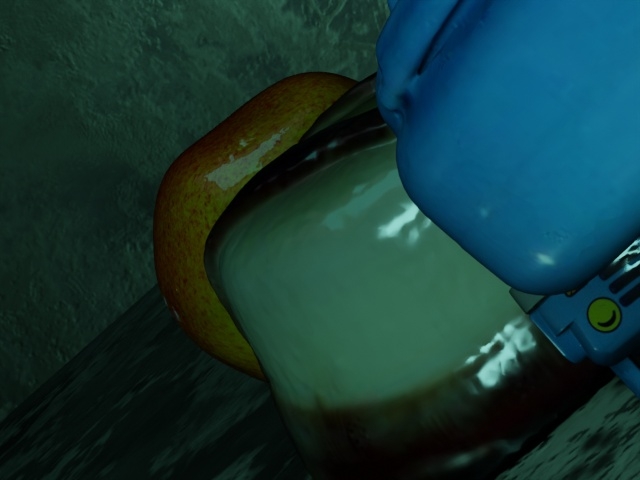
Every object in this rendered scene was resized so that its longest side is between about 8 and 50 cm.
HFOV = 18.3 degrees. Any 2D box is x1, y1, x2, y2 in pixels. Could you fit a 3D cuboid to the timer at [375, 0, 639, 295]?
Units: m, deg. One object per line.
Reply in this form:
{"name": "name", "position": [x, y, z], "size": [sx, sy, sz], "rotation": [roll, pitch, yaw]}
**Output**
{"name": "timer", "position": [0.157, -0.144, 0.600], "size": [0.340, 0.115, 0.309], "rotation": [-51, -5, 29]}

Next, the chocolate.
{"name": "chocolate", "position": [0.057, 0.004, 1.103], "size": [0.283, 0.186, 0.283], "rotation": [-42, 7, 7]}

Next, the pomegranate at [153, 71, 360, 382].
{"name": "pomegranate", "position": [0.000, 0.000, 1.344], "size": [0.221, 0.221, 0.256], "rotation": [-43, 12, -6]}

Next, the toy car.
{"name": "toy car", "position": [0.160, 0.019, 0.880], "size": [0.097, 0.100, 0.191], "rotation": [-41, -12, 16]}
